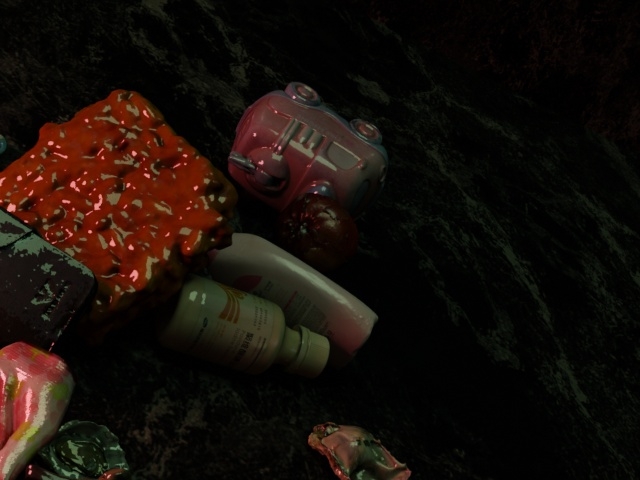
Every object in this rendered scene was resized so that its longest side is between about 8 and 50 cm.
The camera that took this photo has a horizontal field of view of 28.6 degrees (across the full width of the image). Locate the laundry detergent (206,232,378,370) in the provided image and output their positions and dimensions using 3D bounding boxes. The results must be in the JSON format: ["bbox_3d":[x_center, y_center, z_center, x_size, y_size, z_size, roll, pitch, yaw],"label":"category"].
[{"bbox_3d":[-0.078,0.068,1.923,0.335,0.159,0.088,34,49,-1],"label":"laundry detergent"}]

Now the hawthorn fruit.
[{"bbox_3d":[0.000,0.000,2.156,0.148,0.148,0.172,50,14,32],"label":"hawthorn fruit"}]

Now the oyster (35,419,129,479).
[{"bbox_3d":[-0.284,0.262,1.499,0.098,0.037,0.100,-35,89,-43],"label":"oyster"}]

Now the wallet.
[{"bbox_3d":[-0.450,0.029,1.595,0.318,0.172,0.045,33,-19,-3],"label":"wallet"}]

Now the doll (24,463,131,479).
[{"bbox_3d":[-0.174,0.349,1.236,0.330,0.235,0.174,39,55,-8],"label":"doll"}]

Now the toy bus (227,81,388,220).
[{"bbox_3d":[-0.032,-0.133,2.295,0.294,0.197,0.232,33,30,-2],"label":"toy bus"}]

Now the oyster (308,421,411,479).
[{"bbox_3d":[0.057,0.311,1.760,0.108,0.053,0.165,-24,65,-30],"label":"oyster"}]

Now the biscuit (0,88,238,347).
[{"bbox_3d":[-0.294,-0.041,1.754,0.318,0.110,0.312,-37,67,-19],"label":"biscuit"}]

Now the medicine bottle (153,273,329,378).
[{"bbox_3d":[-0.108,0.135,1.817,0.252,0.114,0.114,21,28,-24],"label":"medicine bottle"}]

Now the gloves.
[{"bbox_3d":[-0.374,0.216,1.383,0.145,0.126,0.241,39,54,3],"label":"gloves"}]

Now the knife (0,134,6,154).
[{"bbox_3d":[-0.552,-0.137,1.893,0.064,0.031,0.222,41,27,9],"label":"knife"}]

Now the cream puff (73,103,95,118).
[{"bbox_3d":[-0.308,-0.105,1.968,0.244,0.196,0.244,0,28,0],"label":"cream puff"}]
